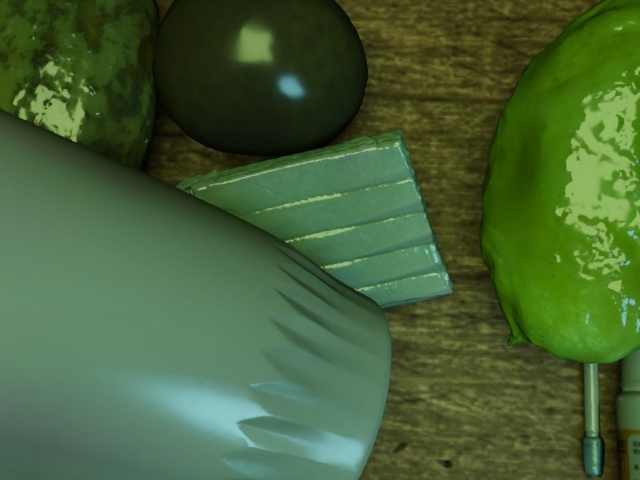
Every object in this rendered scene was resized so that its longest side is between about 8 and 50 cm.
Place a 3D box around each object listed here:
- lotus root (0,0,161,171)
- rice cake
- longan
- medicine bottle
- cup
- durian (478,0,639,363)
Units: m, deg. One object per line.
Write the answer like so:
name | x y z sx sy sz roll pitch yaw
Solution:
lotus root | -0.233 -0.158 0.832 0.173 0.173 0.309 3 78 5
rice cake | 0.000 0.000 0.810 0.198 0.037 0.189 -20 116 6
longan | -0.051 -0.155 0.803 0.189 0.189 0.189 -1 84 5
medicine bottle | 0.272 0.151 0.800 0.092 0.061 0.220 -5 78 27
cup | -0.153 0.072 0.678 0.372 0.253 0.253 22 86 -17
durian | 0.257 -0.061 0.744 0.340 0.204 0.255 -35 68 3
